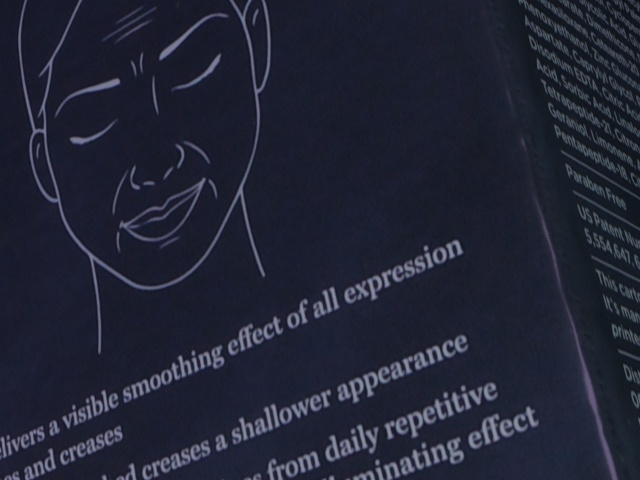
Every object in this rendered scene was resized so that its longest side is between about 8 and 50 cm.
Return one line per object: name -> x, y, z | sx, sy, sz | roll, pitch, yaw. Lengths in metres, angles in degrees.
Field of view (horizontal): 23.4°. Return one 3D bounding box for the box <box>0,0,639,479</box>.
box -> 0.000, 0.000, 0.650 | 0.293, 0.212, 0.395 | -25, 64, 28
